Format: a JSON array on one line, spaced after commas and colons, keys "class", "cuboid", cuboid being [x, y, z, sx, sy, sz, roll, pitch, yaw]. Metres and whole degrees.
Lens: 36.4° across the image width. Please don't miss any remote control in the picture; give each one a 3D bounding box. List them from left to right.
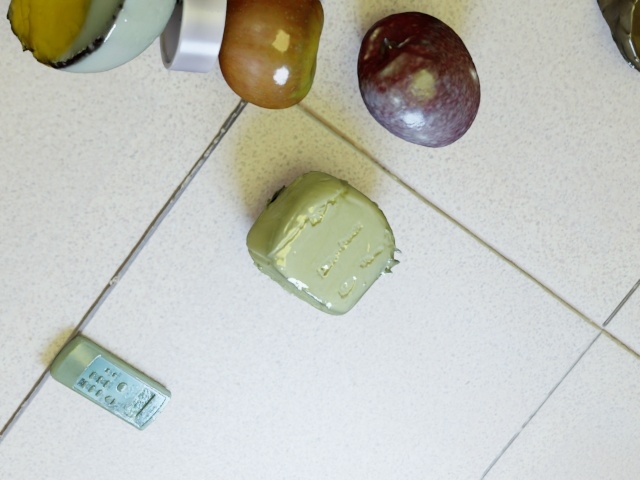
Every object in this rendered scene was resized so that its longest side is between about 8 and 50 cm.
[{"class": "remote control", "cuboid": [-0.399, 0.273, 1.854, 0.233, 0.038, 0.098, 39, 96, -29]}]

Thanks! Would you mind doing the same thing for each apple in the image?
[{"class": "apple", "cuboid": [-0.087, -0.329, 1.617, 0.173, 0.210, 0.235, 10, 134, 1]}]

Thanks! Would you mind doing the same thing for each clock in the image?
[{"class": "clock", "cuboid": [-0.208, -0.370, 1.563, 0.068, 0.197, 0.197, 2, 110, -21]}]

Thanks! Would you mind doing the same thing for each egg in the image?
[{"class": "egg", "cuboid": [-0.319, -0.400, 1.481, 0.201, 0.337, 0.337, 3, 113, -50]}]

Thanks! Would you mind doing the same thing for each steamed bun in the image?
[{"class": "steamed bun", "cuboid": [0.000, 0.000, 1.810, 0.273, 0.166, 0.232, 36, 84, -33]}]

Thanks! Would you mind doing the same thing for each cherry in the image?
[{"class": "cherry", "cuboid": [0.178, -0.277, 1.721, 0.203, 0.230, 0.300, -32, 134, 11]}]

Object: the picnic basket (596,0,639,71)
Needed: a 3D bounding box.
[{"class": "picnic basket", "cuboid": [0.728, -0.430, 1.794, 0.337, 0.337, 0.293, -43, 118, 2]}]
